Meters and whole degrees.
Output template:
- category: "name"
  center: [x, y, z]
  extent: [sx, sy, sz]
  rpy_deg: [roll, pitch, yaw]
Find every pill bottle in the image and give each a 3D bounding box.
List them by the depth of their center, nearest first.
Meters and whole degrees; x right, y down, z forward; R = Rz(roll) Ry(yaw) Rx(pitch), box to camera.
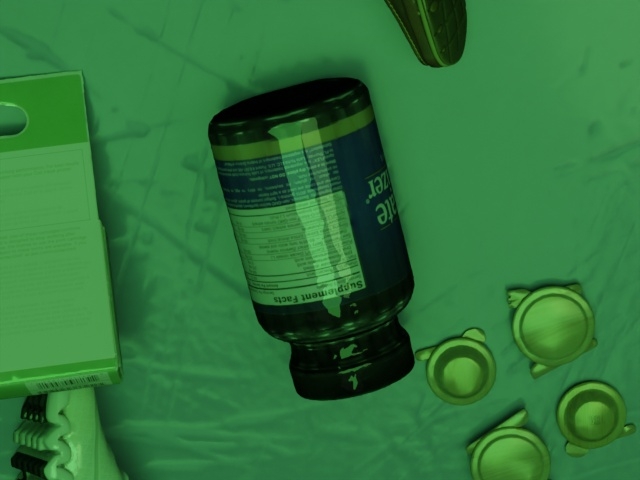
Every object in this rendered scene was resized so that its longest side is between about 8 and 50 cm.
- category: "pill bottle"
  center: [0.000, 0.000, 1.227]
  extent: [0.123, 0.123, 0.219]
  rpy_deg: [-13, 104, 5]

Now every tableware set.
- category: "tableware set"
  center: [0.164, 0.120, 1.306]
  extent: [0.141, 0.020, 0.168]
  rpy_deg: [-24, 101, 5]

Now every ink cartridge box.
- category: "ink cartridge box"
  center: [-0.246, 0.000, 1.252]
  extent: [0.171, 0.056, 0.235]
  rpy_deg: [-7, 75, -3]

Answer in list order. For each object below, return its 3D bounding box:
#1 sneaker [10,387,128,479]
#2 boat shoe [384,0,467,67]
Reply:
- category: "sneaker"
  center: [-0.172, 0.236, 1.311]
  extent: [0.118, 0.110, 0.292]
  rpy_deg: [-9, 98, -23]
- category: "boat shoe"
  center: [0.056, -0.208, 1.212]
  extent: [0.060, 0.064, 0.178]
  rpy_deg: [-13, 104, 36]
